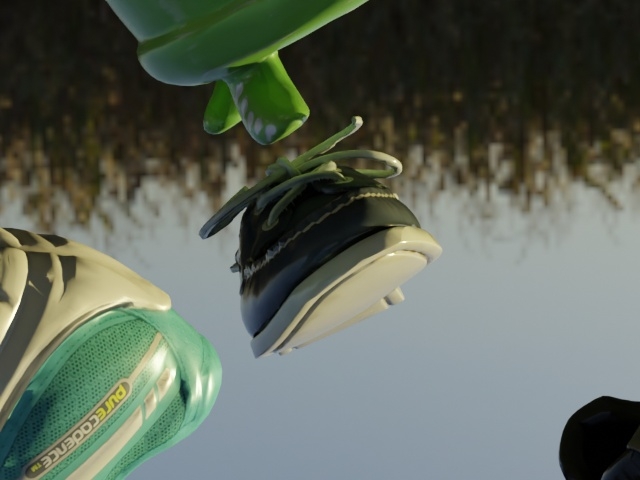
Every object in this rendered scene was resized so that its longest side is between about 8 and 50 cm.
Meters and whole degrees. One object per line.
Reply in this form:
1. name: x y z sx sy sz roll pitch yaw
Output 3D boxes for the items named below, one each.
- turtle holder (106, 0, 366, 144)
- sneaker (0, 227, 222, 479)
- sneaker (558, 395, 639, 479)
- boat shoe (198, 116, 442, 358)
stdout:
1. turtle holder: -0.011 -0.206 0.892 0.243 0.227 0.320 -29 -167 23
2. sneaker: -0.126 0.125 0.572 0.110 0.275 0.107 24 -163 -33
3. sneaker: 0.197 0.128 0.812 0.146 0.102 0.293 43 166 -20
4. boat shoe: 0.000 0.000 0.840 0.095 0.079 0.254 -26 176 2
